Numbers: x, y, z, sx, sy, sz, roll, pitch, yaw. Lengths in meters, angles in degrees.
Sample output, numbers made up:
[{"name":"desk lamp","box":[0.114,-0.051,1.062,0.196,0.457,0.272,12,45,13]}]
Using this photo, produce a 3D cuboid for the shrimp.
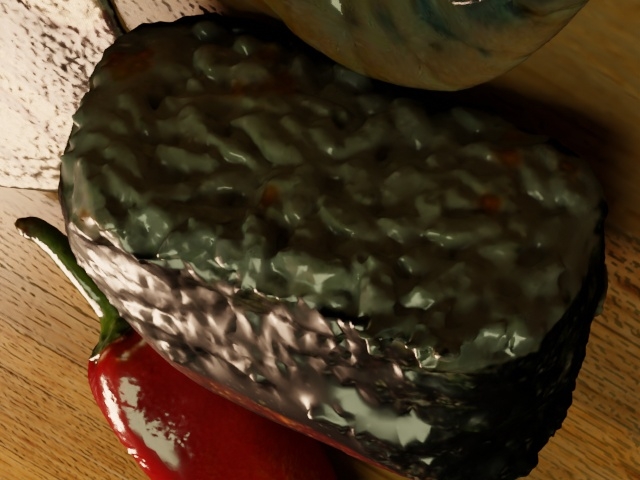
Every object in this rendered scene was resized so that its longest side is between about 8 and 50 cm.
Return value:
[{"name":"shrimp","box":[0.028,-0.145,0.436,0.198,0.051,0.262,39,148,-13]}]

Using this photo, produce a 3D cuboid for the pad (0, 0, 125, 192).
[{"name":"pad","box":[-0.196,-0.136,0.647,0.220,0.004,0.330,6,140,30]}]

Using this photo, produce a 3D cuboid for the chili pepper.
[{"name":"chili pepper","box":[-0.054,0.137,0.829,0.137,0.092,0.368,14,142,40]}]

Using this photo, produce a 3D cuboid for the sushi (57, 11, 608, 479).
[{"name":"sushi","box":[0.000,0.000,0.571,0.225,0.136,0.126,20,143,25]}]
